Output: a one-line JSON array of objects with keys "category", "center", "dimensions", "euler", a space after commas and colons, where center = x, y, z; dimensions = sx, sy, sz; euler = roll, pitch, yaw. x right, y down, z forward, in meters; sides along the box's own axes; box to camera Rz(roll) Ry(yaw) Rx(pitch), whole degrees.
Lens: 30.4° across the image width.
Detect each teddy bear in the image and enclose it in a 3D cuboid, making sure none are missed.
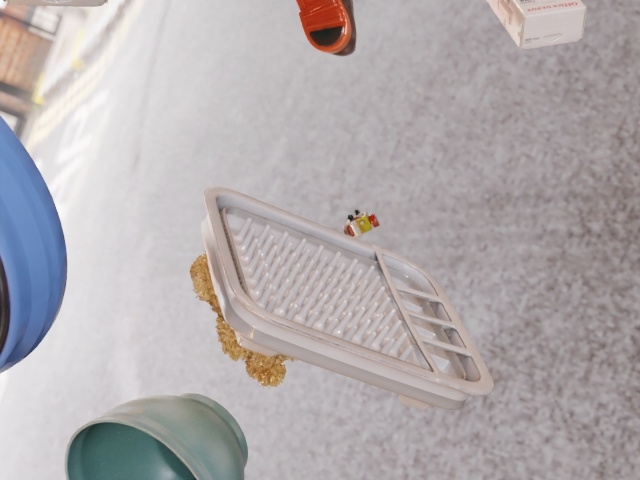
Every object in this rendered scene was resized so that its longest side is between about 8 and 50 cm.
[{"category": "teddy bear", "center": [-0.144, 0.158, 2.519], "dimensions": [0.113, 0.338, 0.245], "euler": [-9, 16, 44]}]

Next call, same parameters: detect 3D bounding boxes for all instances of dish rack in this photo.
[{"category": "dish rack", "center": [0.015, 0.074, 1.323], "dimensions": [0.072, 0.333, 0.285], "euler": [-58, 26, 21]}]

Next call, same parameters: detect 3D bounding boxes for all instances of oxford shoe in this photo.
[{"category": "oxford shoe", "center": [-0.005, -0.424, 1.919], "dimensions": [0.097, 0.098, 0.271], "euler": [-16, 80, 20]}]

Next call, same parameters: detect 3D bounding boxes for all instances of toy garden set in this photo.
[{"category": "toy garden set", "center": [0.000, 0.000, 2.208], "dimensions": [0.204, 0.049, 0.244], "euler": [-26, 0, 10]}]

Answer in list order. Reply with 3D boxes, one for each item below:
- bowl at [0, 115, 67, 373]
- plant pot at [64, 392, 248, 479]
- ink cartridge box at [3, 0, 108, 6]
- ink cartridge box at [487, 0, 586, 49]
[{"category": "bowl", "center": [-0.430, -0.015, 1.122], "dimensions": [0.391, 0.391, 0.077], "euler": [-53, 2, 39]}, {"category": "plant pot", "center": [-0.240, 0.369, 1.914], "dimensions": [0.196, 0.293, 0.293], "euler": [-40, -12, -52]}, {"category": "ink cartridge box", "center": [-0.403, -0.467, 1.769], "dimensions": [0.092, 0.159, 0.218], "euler": [127, 138, -65]}, {"category": "ink cartridge box", "center": [0.309, -0.341, 1.693], "dimensions": [0.135, 0.099, 0.056], "euler": [-113, 17, -44]}]
